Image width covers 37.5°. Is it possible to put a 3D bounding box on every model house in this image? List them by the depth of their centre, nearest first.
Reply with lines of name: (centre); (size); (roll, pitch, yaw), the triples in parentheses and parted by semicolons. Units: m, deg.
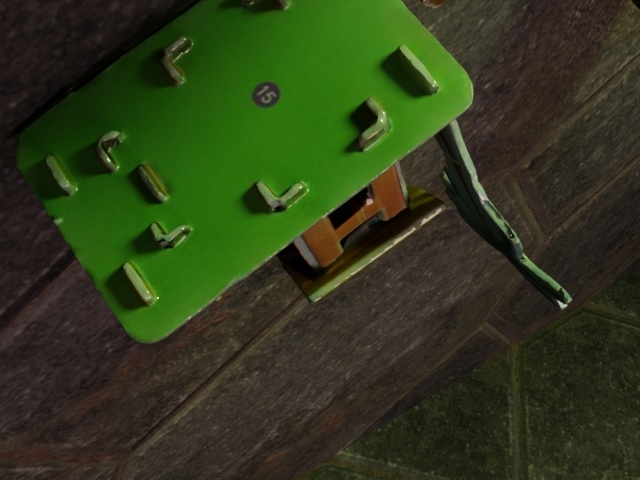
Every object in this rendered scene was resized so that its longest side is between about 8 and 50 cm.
model house: (0.000, 0.000, 0.801); (0.300, 0.340, 0.323); (-37, 162, -2)

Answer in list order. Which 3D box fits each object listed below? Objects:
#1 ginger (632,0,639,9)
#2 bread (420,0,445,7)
ginger: (0.420, -0.318, 1.029); (0.223, 0.200, 0.269); (-33, 157, -20)
bread: (0.119, -0.281, 0.790); (0.119, 0.084, 0.177); (-11, 140, -50)
